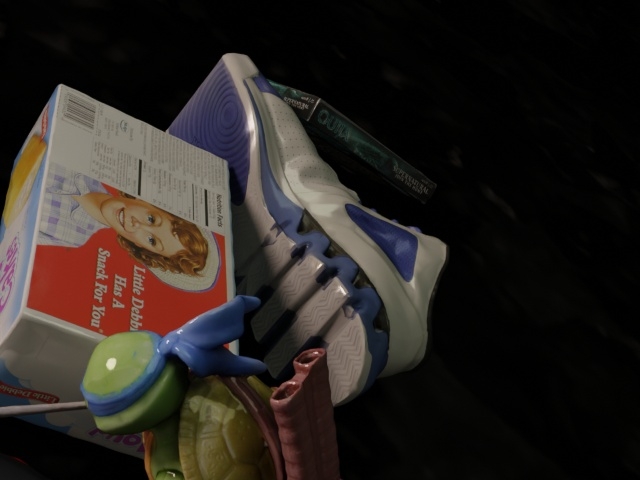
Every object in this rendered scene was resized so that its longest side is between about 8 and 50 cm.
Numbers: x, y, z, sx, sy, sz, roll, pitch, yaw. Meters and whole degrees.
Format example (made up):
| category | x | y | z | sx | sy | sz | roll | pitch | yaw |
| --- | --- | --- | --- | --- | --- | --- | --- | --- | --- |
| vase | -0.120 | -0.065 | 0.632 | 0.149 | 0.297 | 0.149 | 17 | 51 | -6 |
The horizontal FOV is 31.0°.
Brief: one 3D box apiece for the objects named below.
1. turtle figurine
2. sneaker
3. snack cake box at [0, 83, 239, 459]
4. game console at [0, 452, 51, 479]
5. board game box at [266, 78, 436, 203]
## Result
| category | x | y | z | sx | sy | sz | roll | pitch | yaw |
| --- | --- | --- | --- | --- | --- | --- | --- | --- | --- |
| turtle figurine | -0.076 | 0.165 | 0.638 | 0.266 | 0.275 | 0.198 | 43 | 2 | -29 |
| sneaker | 0.001 | 0.001 | 0.984 | 0.182 | 0.127 | 0.316 | 4 | 49 | -49 |
| snack cake box | -0.146 | 0.017 | 0.819 | 0.152 | 0.089 | 0.264 | 25 | 31 | -23 |
| game console | -0.127 | 0.269 | 0.352 | 0.342 | 0.060 | 0.386 | 30 | 47 | 12 |
| board game box | 0.015 | -0.099 | 1.119 | 0.186 | 0.026 | 0.126 | 31 | -3 | -43 |
